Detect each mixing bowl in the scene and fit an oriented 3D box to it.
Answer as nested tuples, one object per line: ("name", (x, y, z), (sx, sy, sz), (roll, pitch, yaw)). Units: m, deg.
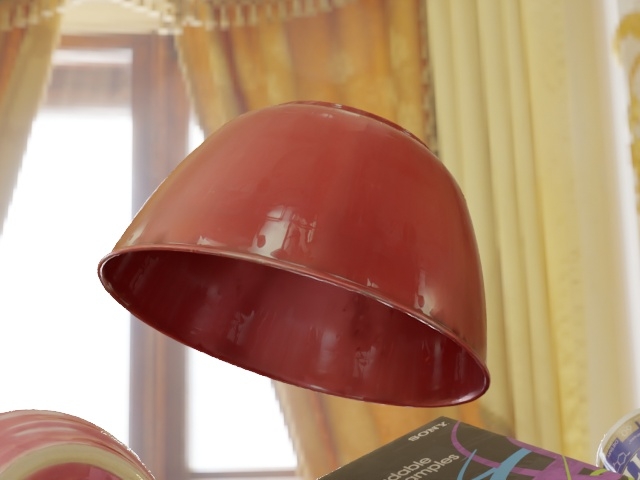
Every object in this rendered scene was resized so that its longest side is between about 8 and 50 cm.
("mixing bowl", (0.000, 0.000, 0.619), (0.181, 0.098, 0.181), (15, -21, 6))

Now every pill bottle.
("pill bottle", (0.352, 0.248, 1.292), (0.112, 0.112, 0.186), (3, 21, -18))

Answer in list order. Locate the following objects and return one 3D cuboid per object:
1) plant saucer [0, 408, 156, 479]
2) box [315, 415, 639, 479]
("plant saucer", (-0.247, 0.317, 1.257), (0.332, 0.332, 0.084), (12, -24, -41))
("box", (0.071, 0.129, 0.619), (0.116, 0.029, 0.162), (-21, 18, -35))
